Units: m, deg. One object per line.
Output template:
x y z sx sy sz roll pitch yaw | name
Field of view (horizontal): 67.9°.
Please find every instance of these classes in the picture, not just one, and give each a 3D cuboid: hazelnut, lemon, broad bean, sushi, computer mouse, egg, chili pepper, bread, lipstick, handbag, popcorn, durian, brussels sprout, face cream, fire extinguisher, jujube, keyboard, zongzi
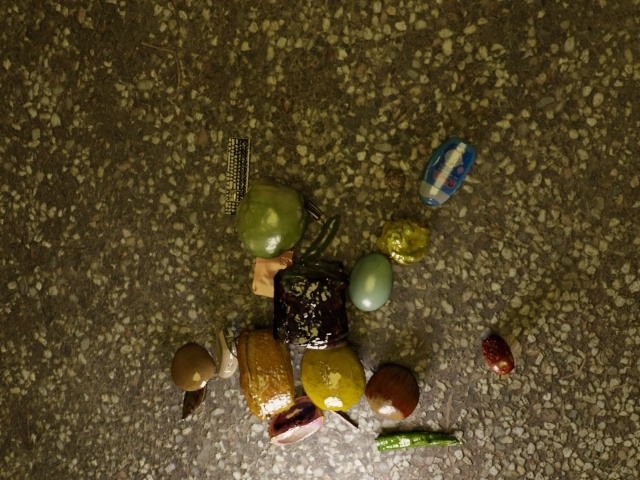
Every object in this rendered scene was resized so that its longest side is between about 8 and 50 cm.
0.286 0.600 1.873 0.210 0.186 0.210 5 101 26 | hazelnut
0.048 0.519 1.863 0.254 0.253 0.310 -27 91 12 | lemon
0.003 0.003 1.887 0.065 0.046 0.254 39 103 0 | broad bean
-0.038 0.243 1.800 0.300 0.281 0.294 -4 107 -17 | sushi
-0.383 0.463 1.955 0.082 0.145 0.236 -3 133 -25 | computer mouse
0.193 0.157 1.820 0.168 0.168 0.230 15 99 6 | egg
0.400 0.818 1.945 0.359 0.076 0.084 -11 124 14 | chili pepper
-0.209 0.507 1.859 0.204 0.358 0.336 -8 104 -7 | bread
0.087 0.741 2.006 0.176 0.027 0.027 38 102 -1 | lipstick
-0.187 0.125 1.929 0.158 0.059 0.212 11 102 8 | handbag
0.317 0.000 1.787 0.198 0.156 0.197 -3 99 -20 | popcorn
0.279 -0.225 1.791 0.080 0.080 0.091 47 59 -1 | durian
-0.179 -0.089 1.795 0.274 0.243 0.316 -10 71 41 | brussels sprout
0.458 -0.247 1.759 0.149 0.083 0.263 31 103 6 | face cream
-0.043 -0.126 1.883 0.173 0.035 0.049 39 64 1 | fire extinguisher
-0.091 0.765 1.987 0.261 0.153 0.186 -17 119 5 | durian
0.671 0.431 1.790 0.112 0.176 0.109 29 106 -3 | jujube
-0.331 -0.253 1.906 0.106 0.027 0.316 6 99 8 | keyboard
-0.535 0.628 1.997 0.084 0.184 0.187 8 100 7 | zongzi

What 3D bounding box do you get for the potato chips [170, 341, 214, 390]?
-0.548 0.524 1.998 0.196 0.062 0.208 -16 64 8 | potato chips
